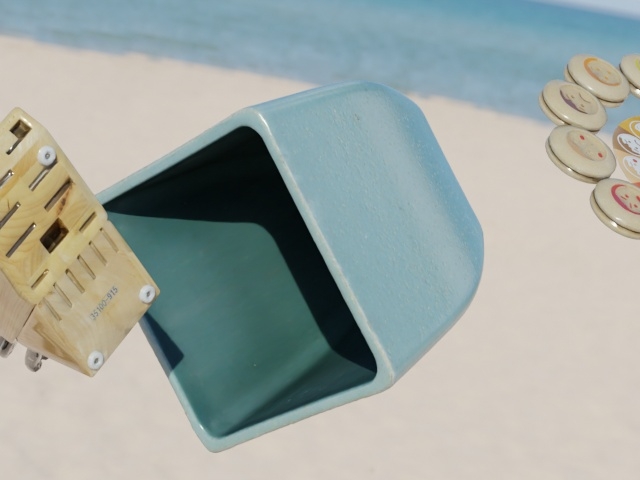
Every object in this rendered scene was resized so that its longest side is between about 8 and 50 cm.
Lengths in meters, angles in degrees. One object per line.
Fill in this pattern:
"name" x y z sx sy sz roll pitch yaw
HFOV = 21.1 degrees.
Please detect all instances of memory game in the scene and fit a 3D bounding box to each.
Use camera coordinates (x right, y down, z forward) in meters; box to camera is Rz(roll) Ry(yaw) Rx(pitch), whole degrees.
"memory game" 0.194 -0.035 0.872 0.186 0.012 0.186 17 39 -15

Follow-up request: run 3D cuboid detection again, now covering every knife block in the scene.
"knife block" -0.252 -0.001 1.297 0.242 0.088 0.276 19 -27 37

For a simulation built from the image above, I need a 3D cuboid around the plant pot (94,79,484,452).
"plant pot" 0.000 0.000 1.495 0.248 0.247 0.252 -25 2 44
